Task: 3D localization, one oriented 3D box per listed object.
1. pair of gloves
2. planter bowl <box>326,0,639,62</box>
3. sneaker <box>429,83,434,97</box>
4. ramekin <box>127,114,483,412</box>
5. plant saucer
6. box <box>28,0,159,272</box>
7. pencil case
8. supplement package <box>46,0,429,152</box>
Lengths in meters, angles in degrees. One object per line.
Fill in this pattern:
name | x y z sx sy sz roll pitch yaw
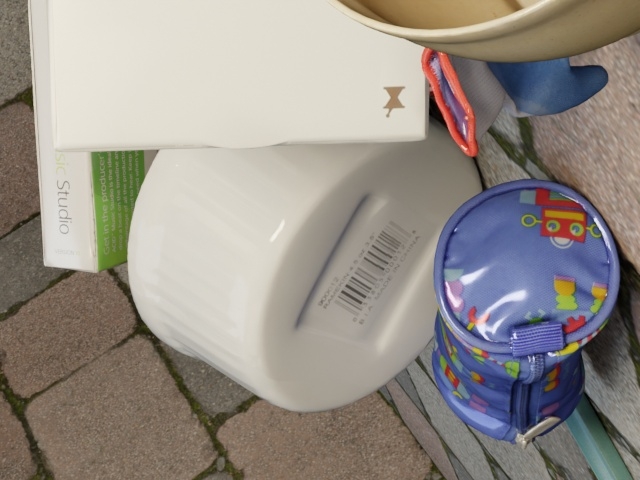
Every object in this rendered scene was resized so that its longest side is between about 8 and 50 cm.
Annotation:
pair of gloves | 0.065 -0.138 0.600 0.023 0.159 0.198 -14 109 40
planter bowl | 0.079 -0.129 0.493 0.109 0.162 0.162 22 -154 -53
sneaker | 0.078 -0.132 0.802 0.225 0.088 0.093 161 97 -83
ramekin | 0.000 0.000 1.123 0.135 0.277 0.277 35 161 37
plant saucer | 0.230 0.156 1.278 0.192 0.018 0.067 60 173 -16
box | -0.125 -0.117 1.223 0.322 0.058 0.232 -22 -66 -62
pencil case | 0.140 0.064 1.030 0.306 0.119 0.133 75 -177 -71
supplement package | -0.055 -0.162 0.766 0.293 0.177 0.175 -121 30 -72
